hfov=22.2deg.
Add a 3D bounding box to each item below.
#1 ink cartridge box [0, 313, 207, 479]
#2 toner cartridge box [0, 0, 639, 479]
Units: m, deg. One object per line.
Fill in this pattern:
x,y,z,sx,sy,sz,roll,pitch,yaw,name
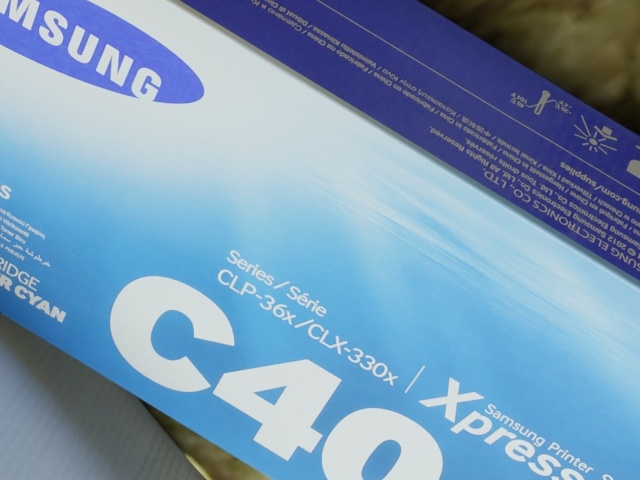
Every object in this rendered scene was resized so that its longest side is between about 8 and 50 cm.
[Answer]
-0.074,0.124,0.598,0.056,0.171,0.235,-36,100,12,ink cartridge box
0.000,0.000,0.557,0.347,0.075,0.165,31,131,1,toner cartridge box
